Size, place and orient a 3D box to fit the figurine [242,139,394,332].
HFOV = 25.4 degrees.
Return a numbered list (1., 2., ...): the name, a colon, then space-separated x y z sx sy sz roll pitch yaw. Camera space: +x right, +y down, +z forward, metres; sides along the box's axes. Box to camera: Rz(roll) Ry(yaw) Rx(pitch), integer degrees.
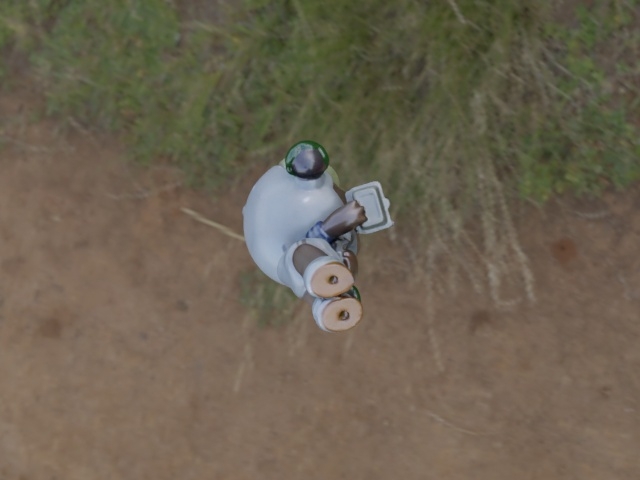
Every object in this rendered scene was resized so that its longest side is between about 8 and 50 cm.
1. figurine: 0.001 -0.001 1.029 0.197 0.093 0.147 -136 30 -61
